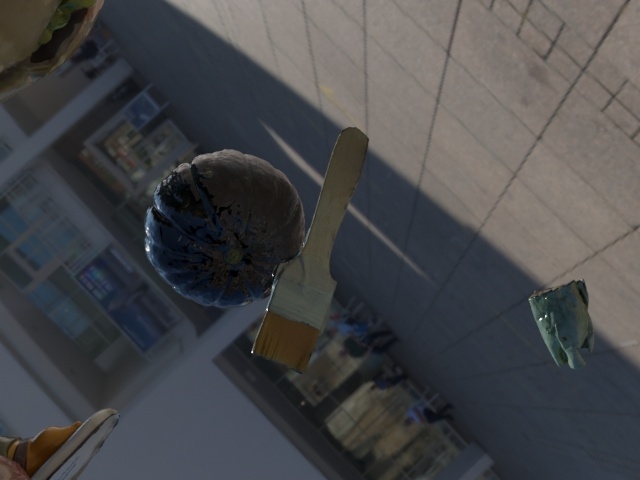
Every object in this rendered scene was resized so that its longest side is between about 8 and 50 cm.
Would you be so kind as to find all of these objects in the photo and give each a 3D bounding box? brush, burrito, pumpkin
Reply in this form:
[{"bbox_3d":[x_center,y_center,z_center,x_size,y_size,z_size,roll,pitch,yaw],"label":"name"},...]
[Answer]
[{"bbox_3d":[0.000,0.000,0.947,0.086,0.336,0.020,22,160,-5],"label":"brush"},{"bbox_3d":[0.323,0.112,0.975,0.044,0.074,0.118,-19,-88,-57],"label":"burrito"},{"bbox_3d":[-0.210,-0.023,1.676,0.363,0.363,0.266,50,-178,-31],"label":"pumpkin"}]

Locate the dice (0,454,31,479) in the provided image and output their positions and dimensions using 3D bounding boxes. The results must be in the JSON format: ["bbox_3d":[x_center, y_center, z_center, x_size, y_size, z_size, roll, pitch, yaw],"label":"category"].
[{"bbox_3d":[-0.435,0.357,0.856,0.174,0.174,0.179,7,-151,-42],"label":"dice"}]

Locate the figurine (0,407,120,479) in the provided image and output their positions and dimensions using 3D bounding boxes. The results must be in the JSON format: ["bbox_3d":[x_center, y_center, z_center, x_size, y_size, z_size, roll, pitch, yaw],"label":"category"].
[{"bbox_3d":[-0.458,0.337,1.202,0.141,0.250,0.166,38,161,9],"label":"figurine"}]

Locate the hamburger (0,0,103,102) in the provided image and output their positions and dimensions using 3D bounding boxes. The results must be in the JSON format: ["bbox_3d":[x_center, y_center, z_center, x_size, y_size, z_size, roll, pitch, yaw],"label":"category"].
[{"bbox_3d":[-0.241,-0.184,0.347,0.302,0.302,0.170,48,162,-4],"label":"hamburger"}]
